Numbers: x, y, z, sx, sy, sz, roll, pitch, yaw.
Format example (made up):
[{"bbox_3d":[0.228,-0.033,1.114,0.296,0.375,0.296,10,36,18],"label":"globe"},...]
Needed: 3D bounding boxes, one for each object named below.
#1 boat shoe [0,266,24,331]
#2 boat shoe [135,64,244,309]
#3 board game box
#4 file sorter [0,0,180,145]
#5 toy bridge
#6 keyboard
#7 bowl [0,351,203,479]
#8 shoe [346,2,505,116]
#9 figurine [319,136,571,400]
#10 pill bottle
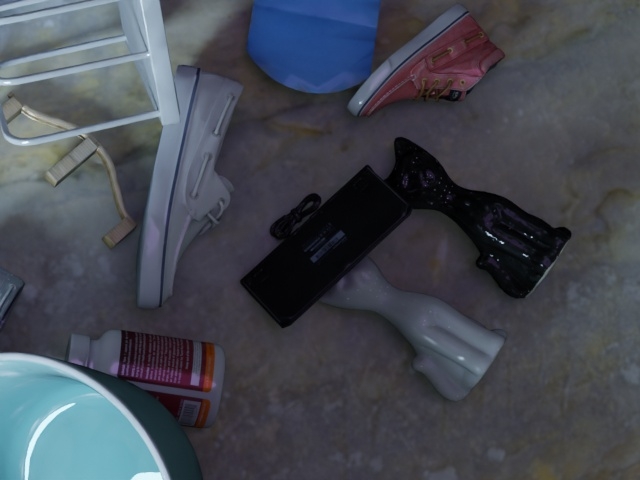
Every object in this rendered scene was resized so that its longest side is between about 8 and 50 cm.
[{"bbox_3d":[-0.346,0.127,1.757,0.081,0.079,0.227,19,72,-4],"label":"boat shoe"},{"bbox_3d":[-0.129,-0.052,1.835,0.084,0.095,0.258,12,77,-6],"label":"boat shoe"},{"bbox_3d":[-0.007,-0.231,1.933,0.133,0.033,0.168,9,74,-4],"label":"board game box"},{"bbox_3d":[-0.254,-0.255,1.735,0.173,0.193,0.277,-14,124,-9],"label":"file sorter"},{"bbox_3d":[-0.251,-0.081,1.849,0.063,0.026,0.188,-42,90,-20],"label":"toy bridge"},{"bbox_3d":[0.000,0.000,1.865,0.180,0.023,0.108,-42,57,-4],"label":"keyboard"},{"bbox_3d":[-0.231,0.241,1.679,0.312,0.163,0.311,3,99,22],"label":"bowl"},{"bbox_3d":[0.114,-0.171,1.930,0.178,0.063,0.081,-41,85,-21],"label":"shoe"},{"bbox_3d":[0.116,0.025,1.887,0.209,0.092,0.215,33,74,4],"label":"figurine"},{"bbox_3d":[-0.175,0.133,1.791,0.152,0.086,0.086,10,77,-11],"label":"pill bottle"}]
